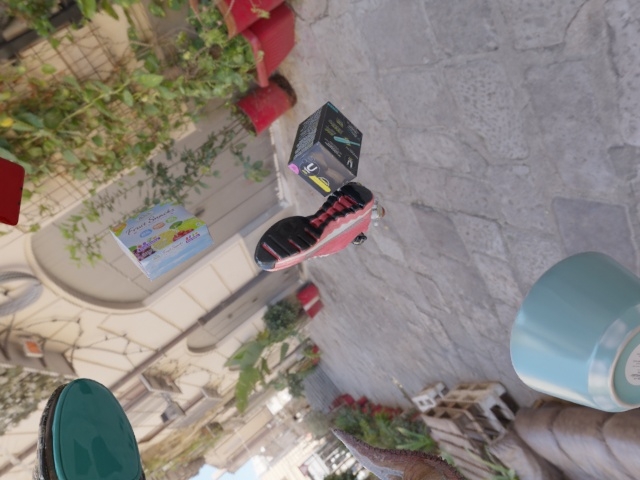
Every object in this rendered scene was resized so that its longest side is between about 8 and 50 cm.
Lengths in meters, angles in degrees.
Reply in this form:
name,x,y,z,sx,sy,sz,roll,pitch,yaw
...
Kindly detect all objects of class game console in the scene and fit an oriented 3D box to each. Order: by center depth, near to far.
name,x,y,z,sx,sy,sz,roll,pitch,yaw
game console,-0.698,-0.105,0.897,0.085,0.124,0.144,109,157,-69

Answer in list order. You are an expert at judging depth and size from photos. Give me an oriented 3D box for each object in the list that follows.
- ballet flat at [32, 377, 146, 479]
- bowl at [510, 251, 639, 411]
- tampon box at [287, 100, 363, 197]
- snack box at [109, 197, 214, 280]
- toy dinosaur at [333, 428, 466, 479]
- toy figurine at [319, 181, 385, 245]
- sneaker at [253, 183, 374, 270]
name,x,y,z,sx,sy,sz,roll,pitch,yaw
ballet flat,-0.317,0.413,0.628,0.483,0.182,0.164,34,-179,36
bowl,0.538,0.190,0.824,0.311,0.312,0.163,58,172,-22
tampon box,0.013,-0.204,0.984,0.101,0.161,0.120,-29,125,37
snack box,-0.394,-0.010,1.083,0.207,0.174,0.070,28,142,42
toy dinosaur,0.118,0.284,0.392,0.127,0.200,0.295,16,-148,-32
toy figurine,0.124,-0.104,1.655,0.213,0.209,0.148,44,-167,16
sneaker,0.001,0.000,1.008,0.116,0.314,0.136,46,159,40
